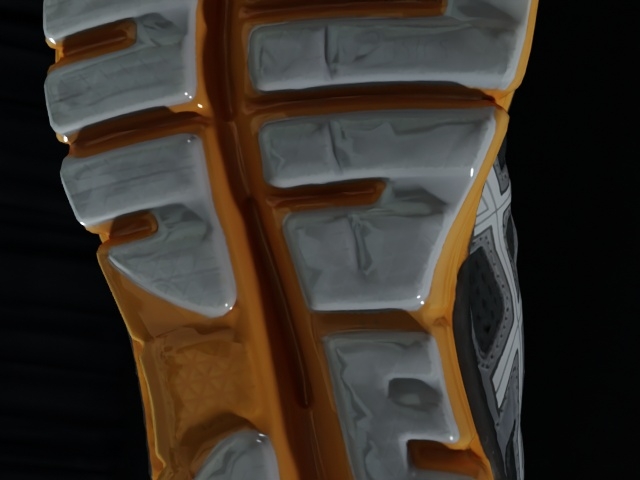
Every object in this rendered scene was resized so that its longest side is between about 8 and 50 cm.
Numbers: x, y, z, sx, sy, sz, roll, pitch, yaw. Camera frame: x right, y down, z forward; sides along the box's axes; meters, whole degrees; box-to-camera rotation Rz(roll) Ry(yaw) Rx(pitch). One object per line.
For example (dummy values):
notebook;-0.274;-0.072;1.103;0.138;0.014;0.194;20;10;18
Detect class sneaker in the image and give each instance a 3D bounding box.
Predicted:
sneaker;0.000;0.000;0.363;0.083;0.084;0.215;-19;108;-81
